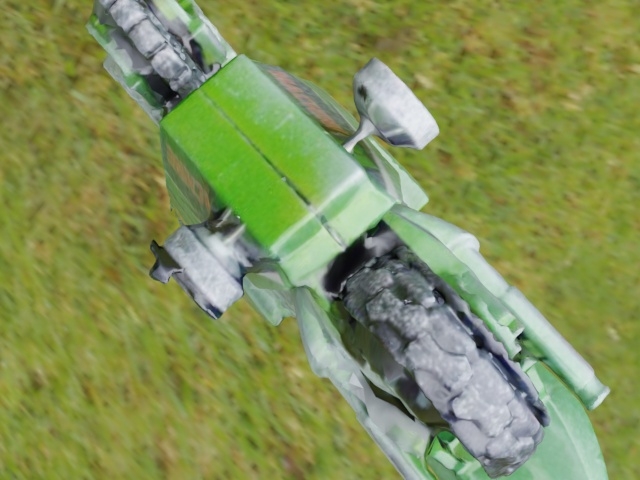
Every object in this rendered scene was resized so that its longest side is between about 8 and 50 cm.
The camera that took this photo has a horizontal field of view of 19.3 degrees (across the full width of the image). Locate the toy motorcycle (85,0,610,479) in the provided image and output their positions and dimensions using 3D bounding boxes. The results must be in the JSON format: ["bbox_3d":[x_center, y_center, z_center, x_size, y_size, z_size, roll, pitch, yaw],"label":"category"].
[{"bbox_3d":[0.000,0.000,0.482,0.074,0.190,0.106,-41,143,-2],"label":"toy motorcycle"}]
